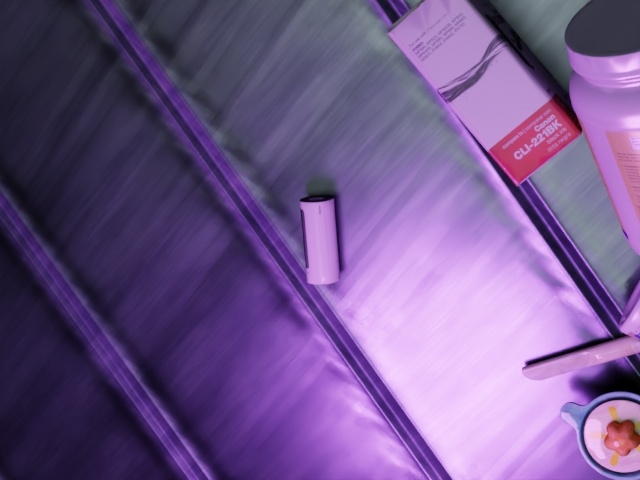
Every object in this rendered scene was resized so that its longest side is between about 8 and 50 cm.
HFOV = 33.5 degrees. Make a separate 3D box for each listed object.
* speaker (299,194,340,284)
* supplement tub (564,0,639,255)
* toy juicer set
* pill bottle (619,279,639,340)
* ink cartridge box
[{"bbox_3d":[0.000,0.000,1.682,0.055,0.055,0.136,-1,104,17],"label":"speaker"},{"bbox_3d":[0.460,-0.152,1.350,0.241,0.241,0.331,-18,122,20],"label":"supplement tub"},{"bbox_3d":[0.474,0.264,1.567,0.209,0.089,0.329,-42,80,19],"label":"toy juicer set"},{"bbox_3d":[0.535,0.122,1.516,0.187,0.112,0.112,27,110,9],"label":"pill bottle"},{"bbox_3d":[0.235,-0.228,1.474,0.114,0.197,0.273,-41,90,21],"label":"ink cartridge box"}]
